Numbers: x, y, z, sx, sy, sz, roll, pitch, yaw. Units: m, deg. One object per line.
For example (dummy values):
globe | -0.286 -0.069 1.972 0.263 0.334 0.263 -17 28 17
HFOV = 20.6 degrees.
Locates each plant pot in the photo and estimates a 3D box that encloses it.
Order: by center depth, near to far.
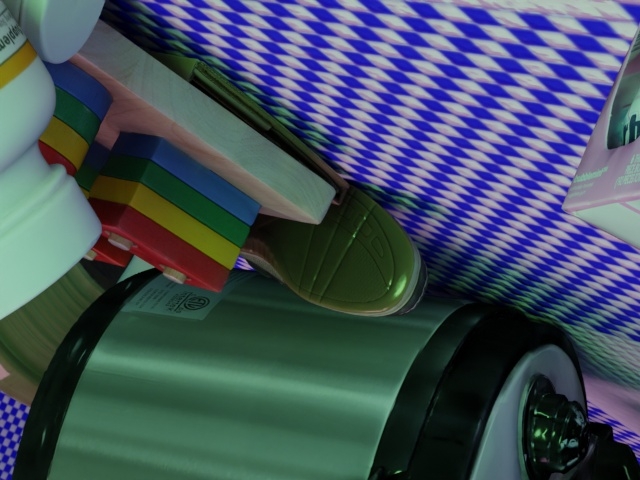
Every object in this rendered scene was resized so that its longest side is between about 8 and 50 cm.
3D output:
plant pot | -0.236 0.023 1.559 0.109 0.237 0.237 -27 144 22

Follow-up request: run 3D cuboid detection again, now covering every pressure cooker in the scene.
pressure cooker | 0.027 0.213 1.293 0.420 0.370 0.375 6 152 24

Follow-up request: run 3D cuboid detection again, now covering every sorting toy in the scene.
sorting toy | -0.170 -0.063 1.060 0.257 0.089 0.255 12 163 49

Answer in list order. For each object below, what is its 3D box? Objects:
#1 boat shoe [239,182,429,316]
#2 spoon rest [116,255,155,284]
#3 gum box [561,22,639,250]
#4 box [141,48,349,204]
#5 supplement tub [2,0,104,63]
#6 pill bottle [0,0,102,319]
boat shoe | -0.001 0.001 1.176 0.223 0.080 0.073 21 176 46
spoon rest | -0.143 -0.026 1.394 0.137 0.084 0.276 21 156 8
gum box | 0.176 -0.023 0.554 0.188 0.107 0.062 26 169 -13
box | -0.100 -0.081 1.120 0.201 0.021 0.164 15 166 41
supplement tub | -0.164 -0.135 0.858 0.107 0.071 0.071 22 170 13
pill bottle | -0.204 -0.079 0.780 0.246 0.136 0.136 58 159 -15
